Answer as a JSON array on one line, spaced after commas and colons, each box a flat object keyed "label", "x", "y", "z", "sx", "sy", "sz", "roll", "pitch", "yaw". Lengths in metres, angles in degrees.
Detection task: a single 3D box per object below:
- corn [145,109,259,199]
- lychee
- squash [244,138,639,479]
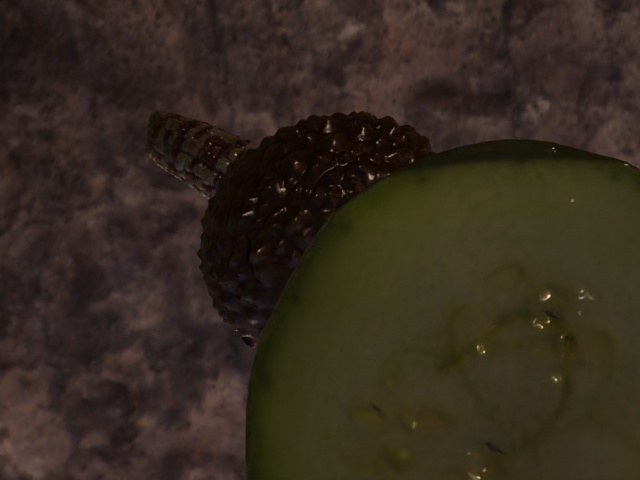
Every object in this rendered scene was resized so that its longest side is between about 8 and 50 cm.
[{"label": "corn", "x": -0.082, "y": -0.062, "z": 1.305, "sx": 0.237, "sy": 0.079, "sz": 0.079, "roll": 27, "pitch": -39, "yaw": 26}, {"label": "lychee", "x": 0.000, "y": 0.000, "z": 1.048, "sx": 0.200, "sy": 0.200, "sz": 0.238, "roll": 28, "pitch": -53, "yaw": -15}, {"label": "squash", "x": 0.072, "y": 0.091, "z": 0.468, "sx": 0.220, "sy": 0.220, "sz": 0.133, "roll": -3, "pitch": -34, "yaw": 16}]
